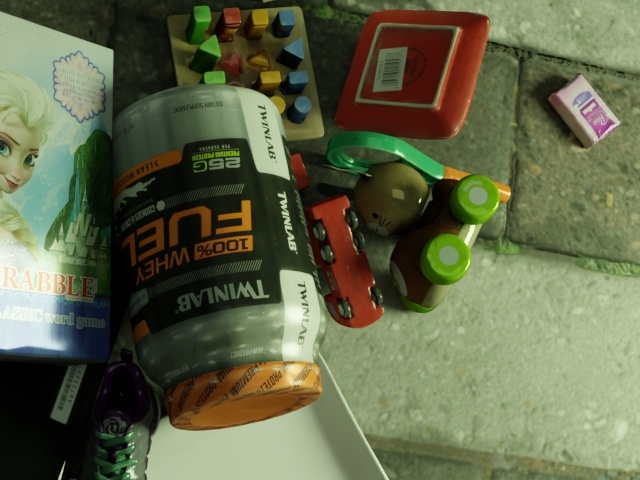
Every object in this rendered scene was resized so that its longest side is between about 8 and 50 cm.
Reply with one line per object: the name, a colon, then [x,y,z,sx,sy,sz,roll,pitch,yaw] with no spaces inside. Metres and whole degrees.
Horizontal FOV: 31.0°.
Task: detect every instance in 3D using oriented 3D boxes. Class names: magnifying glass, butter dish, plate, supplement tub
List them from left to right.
supplement tub: [-0.104,0.019,1.162,0.193,0.193,0.316,-8,70,-16]
plate: [-0.065,0.286,1.215,0.278,0.045,0.277,-28,85,-18]
magnifying glass: [0.115,-0.080,1.328,0.231,0.092,0.026,13,72,-22]
butter dish: [0.119,-0.175,1.332,0.160,0.118,0.160,9,74,29]

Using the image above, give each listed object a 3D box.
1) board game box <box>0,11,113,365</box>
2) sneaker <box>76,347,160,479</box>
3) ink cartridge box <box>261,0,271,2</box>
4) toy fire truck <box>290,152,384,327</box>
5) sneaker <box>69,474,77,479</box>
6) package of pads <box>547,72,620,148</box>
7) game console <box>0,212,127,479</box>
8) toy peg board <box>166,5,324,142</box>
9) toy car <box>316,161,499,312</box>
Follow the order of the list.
board game box: [-0.324,-0.056,1.026,0.319,0.066,0.318,11,73,-50]
sneaker: [-0.204,0.217,1.106,0.083,0.098,0.223,0,55,0]
ink cartridge box: [-0.008,-0.460,1.348,0.226,0.131,0.306,-19,85,-17]
toy fire truck: [0.000,0.000,1.263,0.047,0.135,0.192,-21,98,-19]
sneaker: [-0.304,0.233,1.153,0.132,0.086,0.228,-13,88,-25]
package of pads: [0.323,-0.159,1.420,0.050,0.032,0.083,-38,89,-16]
game console: [-0.369,0.080,1.105,0.342,0.060,0.386,28,55,-22]
toy peg board: [-0.079,-0.193,1.298,0.161,0.079,0.161,-7,81,-16]
toy car: [0.079,-0.026,1.272,0.188,0.155,0.149,27,72,2]
